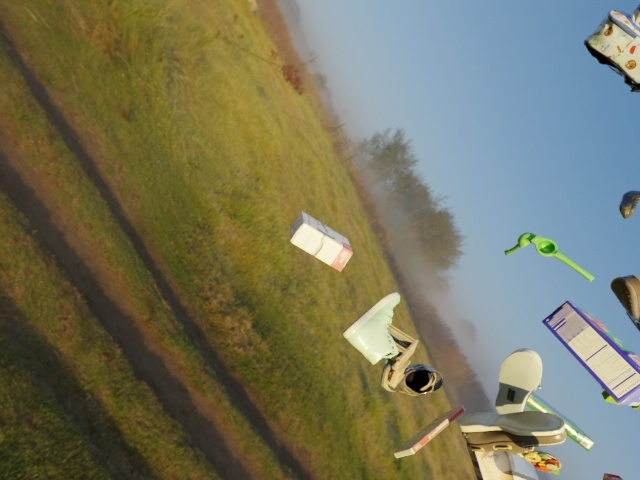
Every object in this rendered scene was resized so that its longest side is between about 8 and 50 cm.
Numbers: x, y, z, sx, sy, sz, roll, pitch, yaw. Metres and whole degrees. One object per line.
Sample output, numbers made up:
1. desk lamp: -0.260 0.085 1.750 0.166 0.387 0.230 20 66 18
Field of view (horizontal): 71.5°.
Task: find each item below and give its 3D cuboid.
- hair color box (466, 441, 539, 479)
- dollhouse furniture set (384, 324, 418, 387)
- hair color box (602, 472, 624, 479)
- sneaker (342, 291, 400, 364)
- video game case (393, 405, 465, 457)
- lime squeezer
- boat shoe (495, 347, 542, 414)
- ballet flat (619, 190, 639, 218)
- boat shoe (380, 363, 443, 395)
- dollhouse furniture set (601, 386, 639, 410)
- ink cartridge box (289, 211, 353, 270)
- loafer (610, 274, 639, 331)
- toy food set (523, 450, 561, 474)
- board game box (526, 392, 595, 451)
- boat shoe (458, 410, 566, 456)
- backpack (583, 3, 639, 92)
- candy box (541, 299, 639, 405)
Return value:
1. hair color box: 0.648 0.850 1.512 0.110 0.185 0.339 76 0 -71
2. dollhouse furniture set: 0.227 0.403 1.519 0.129 0.128 0.184 31 -53 27
3. hair color box: 0.906 0.824 1.367 0.093 0.053 0.168 -53 153 -88
4. sneaker: 0.191 0.269 1.343 0.151 0.255 0.094 50 -41 9
5. video game case: 0.433 0.764 1.772 0.025 0.285 0.204 54 -26 19
6. lime squeezer: 0.639 0.036 1.300 0.310 0.058 0.110 28 -45 65
7. boat shoe: 0.618 0.425 1.361 0.113 0.105 0.307 20 -48 37
8. ballet flat: 1.114 -0.135 1.600 0.057 0.173 0.049 13 -51 45
9. boat shoe: 0.392 0.566 1.770 0.355 0.130 0.133 13 81 -40
10. dollhouse furniture set: 1.197 0.494 1.784 0.197 0.151 0.302 19 36 -12
11. ink cartridge box: 0.000 0.000 1.640 0.217 0.092 0.159 29 15 -15
12. loafer: 1.099 0.206 1.503 0.365 0.130 0.134 37 28 -38
13. toy food set: 0.557 0.554 1.110 0.083 0.082 0.020 56 45 -23
14. board game box: 0.877 0.661 1.736 0.317 0.046 0.213 36 5 7
15. boat shoe: 0.551 0.559 1.274 0.116 0.324 0.097 -16 83 -42
16. backpack: 0.981 -0.610 1.384 0.263 0.213 0.276 42 40 20
17. candy box: 0.915 0.364 1.435 0.268 0.122 0.317 21 28 -41
